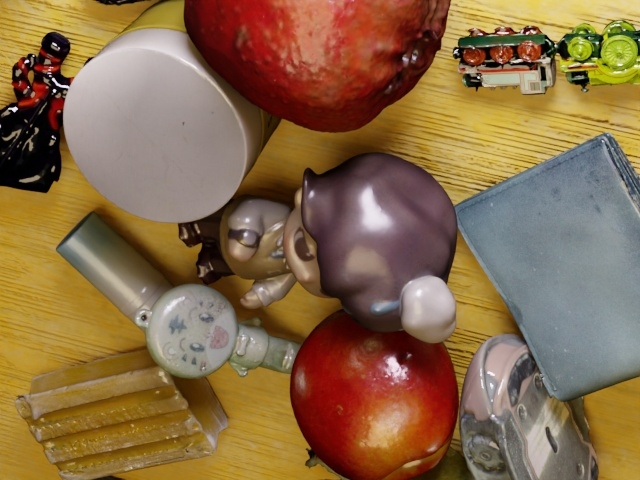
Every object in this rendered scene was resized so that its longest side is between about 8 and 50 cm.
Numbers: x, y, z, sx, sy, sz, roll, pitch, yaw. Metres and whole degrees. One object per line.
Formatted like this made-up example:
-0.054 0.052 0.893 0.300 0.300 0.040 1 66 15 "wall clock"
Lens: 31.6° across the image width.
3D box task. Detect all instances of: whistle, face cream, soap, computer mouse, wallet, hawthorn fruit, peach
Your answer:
-0.129 0.133 1.517 0.258 0.067 0.126 17 85 -23 "whistle"
-0.246 0.071 1.550 0.077 0.077 0.250 -36 106 31 "face cream"
-0.294 0.255 1.673 0.274 0.089 0.173 -15 115 24 "soap"
0.272 0.287 1.475 0.115 0.199 0.389 -5 120 43 "computer mouse"
-0.162 -0.157 1.320 0.218 0.179 0.218 8 123 12 "face cream"
0.308 0.042 1.318 0.251 0.054 0.290 -29 98 44 "wallet"
-0.018 -0.265 1.177 0.307 0.265 0.265 41 126 15 "hawthorn fruit"
0.068 0.190 1.442 0.243 0.199 0.243 18 112 51 "peach"

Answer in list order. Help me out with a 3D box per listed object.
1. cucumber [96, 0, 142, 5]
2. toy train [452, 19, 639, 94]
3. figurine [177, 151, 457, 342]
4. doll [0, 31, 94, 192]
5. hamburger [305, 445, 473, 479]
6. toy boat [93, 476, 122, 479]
-0.195 -0.305 1.317 0.181 0.053 0.053 -6 119 20 "cucumber"
0.269 -0.199 1.241 0.250 0.053 0.085 0 127 17 "toy train"
-0.013 0.007 1.362 0.365 0.206 0.218 -7 111 22 "figurine"
-0.367 -0.147 1.453 0.127 0.088 0.248 42 116 13 "doll"
0.126 0.367 1.569 0.288 0.192 0.167 31 123 27 "hamburger"
-0.290 0.470 1.813 0.283 0.078 0.127 23 124 1 "toy boat"
